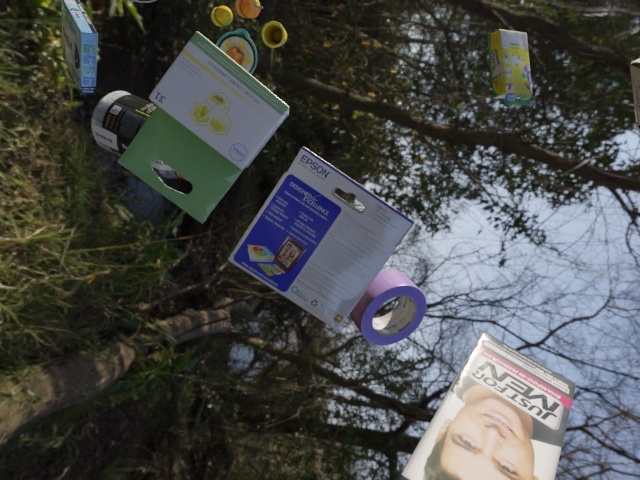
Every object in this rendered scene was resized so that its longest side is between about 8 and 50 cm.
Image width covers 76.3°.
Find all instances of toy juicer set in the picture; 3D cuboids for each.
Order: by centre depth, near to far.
[{"bbox_3d":[-0.275,-0.577,1.212,0.329,0.209,0.089,-35,-169,22],"label":"toy juicer set"}]

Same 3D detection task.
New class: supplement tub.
[{"bbox_3d":[-0.502,-0.309,1.236,0.193,0.316,0.193,-61,168,-21],"label":"supplement tub"}]

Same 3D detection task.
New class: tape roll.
[{"bbox_3d":[0.174,0.175,1.063,0.080,0.189,0.188,-127,-142,-55],"label":"tape roll"}]

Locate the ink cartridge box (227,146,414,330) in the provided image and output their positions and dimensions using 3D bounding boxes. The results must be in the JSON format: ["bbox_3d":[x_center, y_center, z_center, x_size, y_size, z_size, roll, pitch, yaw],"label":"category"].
[{"bbox_3d":[0.000,0.000,0.933,0.307,0.304,0.072,-56,-176,4],"label":"ink cartridge box"}]

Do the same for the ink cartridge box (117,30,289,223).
[{"bbox_3d":[-0.185,-0.163,0.627,0.235,0.171,0.056,-51,-170,5],"label":"ink cartridge box"}]

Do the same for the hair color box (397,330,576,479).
[{"bbox_3d":[0.285,0.337,0.690,0.375,0.186,0.113,-34,145,-45],"label":"hair color box"}]

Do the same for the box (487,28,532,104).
[{"bbox_3d":[0.477,-0.427,1.023,0.043,0.105,0.179,-5,-87,64],"label":"box"}]

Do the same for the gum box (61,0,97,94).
[{"bbox_3d":[-0.639,-0.512,1.078,0.156,0.041,0.184,57,-41,18],"label":"gum box"}]

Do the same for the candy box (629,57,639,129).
[{"bbox_3d":[0.366,-0.117,0.281,0.070,0.165,0.196,59,13,-29],"label":"candy box"}]

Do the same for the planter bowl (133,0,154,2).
[{"bbox_3d":[-0.382,-0.547,0.781,0.162,0.109,0.161,-30,130,-42],"label":"planter bowl"}]
